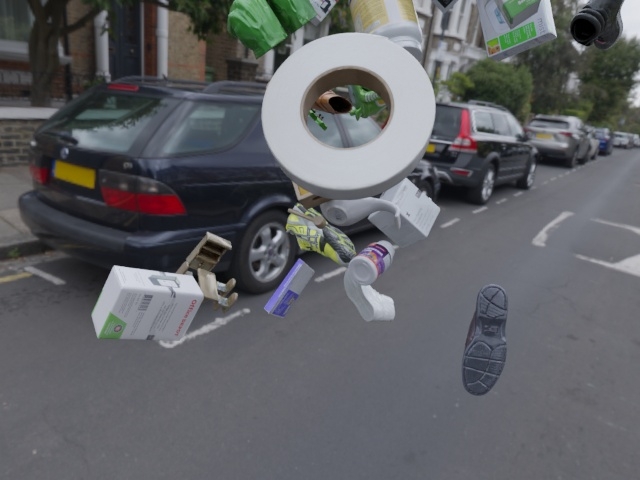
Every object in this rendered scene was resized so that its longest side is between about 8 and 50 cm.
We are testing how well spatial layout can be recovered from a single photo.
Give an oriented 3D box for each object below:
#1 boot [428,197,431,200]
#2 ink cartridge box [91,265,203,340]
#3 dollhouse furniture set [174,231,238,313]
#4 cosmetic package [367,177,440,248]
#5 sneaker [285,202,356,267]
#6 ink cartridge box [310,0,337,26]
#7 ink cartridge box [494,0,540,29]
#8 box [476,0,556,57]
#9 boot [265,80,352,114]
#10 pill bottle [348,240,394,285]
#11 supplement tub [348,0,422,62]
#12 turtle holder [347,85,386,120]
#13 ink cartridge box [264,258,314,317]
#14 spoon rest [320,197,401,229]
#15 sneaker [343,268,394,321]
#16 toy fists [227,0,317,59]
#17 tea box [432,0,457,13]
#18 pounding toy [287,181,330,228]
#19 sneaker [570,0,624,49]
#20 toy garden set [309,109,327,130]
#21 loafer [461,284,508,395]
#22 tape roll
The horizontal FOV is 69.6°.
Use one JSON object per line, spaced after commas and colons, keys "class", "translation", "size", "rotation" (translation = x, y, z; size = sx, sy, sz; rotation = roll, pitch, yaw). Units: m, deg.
{"class": "boot", "translation": [0.424, -0.093, 1.986], "size": [0.086, 0.190, 0.069], "rotation": [47, 0, -3]}
{"class": "ink cartridge box", "translation": [-0.541, 0.205, 1.454], "size": [0.272, 0.198, 0.115], "rotation": [14, 24, -45]}
{"class": "dollhouse furniture set", "translation": [-0.412, 0.116, 1.722], "size": [0.212, 0.161, 0.242], "rotation": [27, 28, -37]}
{"class": "cosmetic package", "translation": [0.308, -0.099, 1.703], "size": [0.183, 0.151, 0.151], "rotation": [40, 59, -12]}
{"class": "sneaker", "translation": [0.000, 0.000, 1.912], "size": [0.145, 0.147, 0.384], "rotation": [13, 25, -49]}
{"class": "ink cartridge box", "translation": [-0.004, -1.186, 2.296], "size": [0.127, 0.175, 0.072], "rotation": [38, -7, -20]}
{"class": "ink cartridge box", "translation": [0.552, -0.761, 1.364], "size": [0.092, 0.219, 0.160], "rotation": [-29, 1, 25]}
{"class": "box", "translation": [0.750, -0.865, 1.768], "size": [0.231, 0.262, 0.126], "rotation": [-10, 4, 41]}
{"class": "boot", "translation": [-0.040, -0.524, 1.706], "size": [0.283, 0.109, 0.220], "rotation": [3, 24, -39]}
{"class": "pill bottle", "translation": [0.187, 0.072, 1.622], "size": [0.108, 0.108, 0.193], "rotation": [17, 30, 26]}
{"class": "supplement tub", "translation": [0.254, -0.828, 1.778], "size": [0.241, 0.331, 0.241], "rotation": [-11, -11, -2]}
{"class": "turtle holder", "translation": [0.230, -0.702, 2.100], "size": [0.227, 0.243, 0.320], "rotation": [-20, -4, -1]}
{"class": "ink cartridge box", "translation": [-0.107, 0.163, 1.566], "size": [0.045, 0.206, 0.208], "rotation": [33, -6, 14]}
{"class": "spoon rest", "translation": [0.126, -0.094, 1.450], "size": [0.276, 0.137, 0.084], "rotation": [10, 45, 25]}
{"class": "sneaker", "translation": [0.222, 0.249, 2.062], "size": [0.169, 0.108, 0.293], "rotation": [13, 38, -38]}
{"class": "toy fists", "translation": [-0.128, -0.577, 1.167], "size": [0.096, 0.142, 0.279], "rotation": [-10, 33, 49]}
{"class": "tea box", "translation": [0.417, -1.125, 1.778], "size": [0.329, 0.220, 0.324], "rotation": [24, 38, -37]}
{"class": "pounding toy", "translation": [-0.031, -0.141, 1.398], "size": [0.181, 0.206, 0.094], "rotation": [-21, -22, 8]}
{"class": "sneaker", "translation": [0.817, -0.631, 1.378], "size": [0.104, 0.147, 0.295], "rotation": [46, 9, 27]}
{"class": "toy garden set", "translation": [-0.076, -0.597, 1.957], "size": [0.244, 0.049, 0.204], "rotation": [37, 14, -41]}
{"class": "loafer", "translation": [0.459, 0.274, 1.280], "size": [0.109, 0.303, 0.095], "rotation": [12, -6, 13]}
{"class": "tape roll", "translation": [0.062, -0.284, 1.040], "size": [0.391, 0.392, 0.072], "rotation": [11, -12, 10]}
